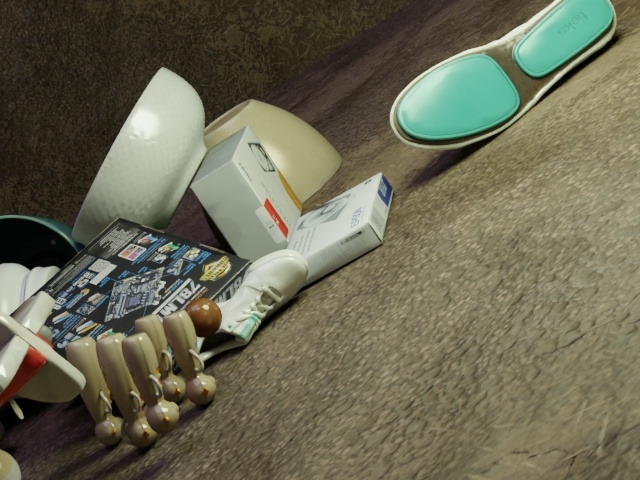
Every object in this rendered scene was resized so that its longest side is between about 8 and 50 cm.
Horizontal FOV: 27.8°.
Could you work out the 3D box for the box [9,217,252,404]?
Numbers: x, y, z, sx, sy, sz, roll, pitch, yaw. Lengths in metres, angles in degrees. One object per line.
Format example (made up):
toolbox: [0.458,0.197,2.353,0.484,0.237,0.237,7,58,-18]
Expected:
box: [-0.293,0.104,1.973,0.293,0.073,0.295,17,48,34]

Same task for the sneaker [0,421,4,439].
sneaker: [-0.592,0.337,2.114,0.126,0.091,0.240,-54,9,-21]

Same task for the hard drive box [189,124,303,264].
hard drive box: [-0.119,-0.072,2.172,0.089,0.181,0.232,-30,16,13]

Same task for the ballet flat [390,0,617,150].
ballet flat: [0.279,-0.246,1.984,0.400,0.139,0.139,-33,14,-10]

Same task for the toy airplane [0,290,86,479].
toy airplane: [-0.461,0.235,1.688,0.386,0.272,0.384,-38,26,-21]

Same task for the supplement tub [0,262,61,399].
supplement tub: [-0.598,0.167,2.228,0.324,0.236,0.235,-9,18,6]

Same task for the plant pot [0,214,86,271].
plant pot: [-0.544,0.087,2.452,0.293,0.293,0.235,-33,3,7]

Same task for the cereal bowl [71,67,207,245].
cereal bowl: [-0.294,-0.121,2.251,0.339,0.141,0.339,-62,5,9]

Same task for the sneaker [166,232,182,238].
sneaker: [-0.340,0.141,2.155,0.343,0.134,0.146,-44,-2,-32]

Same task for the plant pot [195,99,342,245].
plant pot: [-0.129,-0.150,2.430,0.284,0.191,0.284,-33,14,10]

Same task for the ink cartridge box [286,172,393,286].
ink cartridge box: [0.000,0.000,1.937,0.224,0.045,0.223,-31,15,17]

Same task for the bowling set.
bowling set: [-0.194,0.174,1.697,0.199,0.154,0.287,-21,6,-26]

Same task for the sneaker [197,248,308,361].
sneaker: [-0.099,0.101,1.809,0.212,0.080,0.094,-39,25,14]
